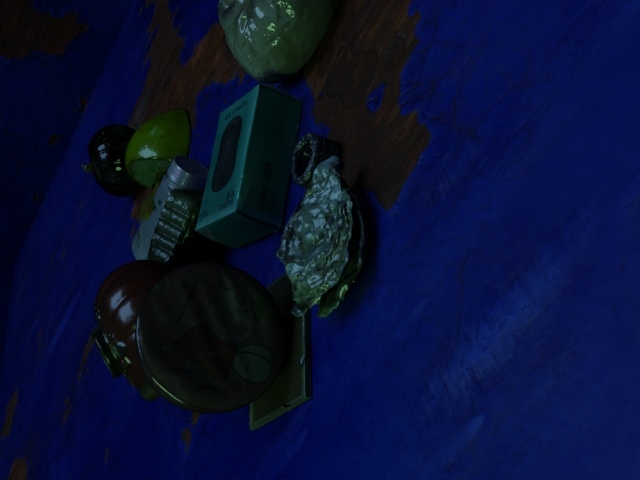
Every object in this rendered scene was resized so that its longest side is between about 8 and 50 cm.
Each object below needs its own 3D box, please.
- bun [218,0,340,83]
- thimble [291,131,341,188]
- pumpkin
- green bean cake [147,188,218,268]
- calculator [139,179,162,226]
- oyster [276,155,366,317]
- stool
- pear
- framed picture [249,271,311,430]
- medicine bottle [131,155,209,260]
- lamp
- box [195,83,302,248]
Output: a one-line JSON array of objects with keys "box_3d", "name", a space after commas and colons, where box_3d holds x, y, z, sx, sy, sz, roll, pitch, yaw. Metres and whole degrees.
[{"box_3d": [-0.106, -0.545, 1.728, 0.360, 0.211, 0.359, -35, 47, 47], "name": "bun"}, {"box_3d": [-0.012, -0.151, 1.488, 0.095, 0.066, 0.104, 27, 98, 59], "name": "thimble"}, {"box_3d": [-0.683, -0.262, 2.575, 0.250, 0.216, 0.249, 164, 90, -73], "name": "pumpkin"}, {"box_3d": [-0.303, -0.024, 1.802, 0.094, 0.185, 0.183, 30, 101, 22], "name": "green bean cake"}, {"box_3d": [-0.503, -0.065, 2.325, 0.157, 0.033, 0.236, -45, 40, 38], "name": "calculator"}, {"box_3d": [0.000, 0.000, 1.334, 0.198, 0.112, 0.267, -48, 34, 37], "name": "oyster"}, {"box_3d": [-0.212, 0.190, 1.420, 0.178, 0.272, 0.272, 134, 144, -61], "name": "stool"}, {"box_3d": [-0.498, -0.315, 2.374, 0.288, 0.139, 0.239, -19, 49, 54], "name": "pear"}, {"box_3d": [-0.080, 0.193, 1.453, 0.209, 0.019, 0.281, -38, 43, 46], "name": "framed picture"}, {"box_3d": [-0.405, -0.078, 2.082, 0.296, 0.111, 0.161, -57, 32, 23], "name": "medicine bottle"}, {"box_3d": [-0.357, 0.187, 1.681, 0.303, 0.257, 0.303, 48, 154, 34], "name": "lamp"}, {"box_3d": [-0.157, -0.159, 1.691, 0.205, 0.118, 0.311, -21, 56, 57], "name": "box"}]
